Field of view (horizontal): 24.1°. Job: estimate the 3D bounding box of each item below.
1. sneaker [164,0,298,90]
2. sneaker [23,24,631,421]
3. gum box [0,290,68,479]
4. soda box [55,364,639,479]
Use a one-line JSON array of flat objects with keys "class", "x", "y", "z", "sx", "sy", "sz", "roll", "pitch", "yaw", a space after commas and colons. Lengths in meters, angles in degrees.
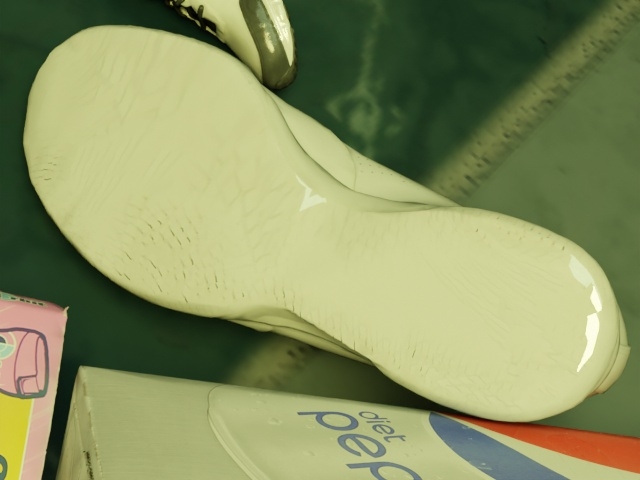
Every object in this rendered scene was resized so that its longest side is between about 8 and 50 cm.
[{"class": "sneaker", "x": -0.046, "y": -0.094, "z": 0.539, "sx": 0.043, "sy": 0.040, "sz": 0.109, "roll": -31, "pitch": 74, "yaw": -14}, {"class": "sneaker", "x": 0.000, "y": 0.000, "z": 0.487, "sx": 0.212, "sy": 0.094, "sz": 0.080, "roll": 29, "pitch": 94, "yaw": 20}, {"class": "gum box", "x": -0.135, "y": 0.093, "z": 0.389, "sx": 0.107, "sy": 0.062, "sz": 0.188, "roll": 12, "pitch": 61, "yaw": -15}, {"class": "soda box", "x": 0.066, "y": 0.111, "z": 0.418, "sx": 0.286, "sy": 0.098, "sz": 0.091, "roll": 9, "pitch": 17, "yaw": -16}]
